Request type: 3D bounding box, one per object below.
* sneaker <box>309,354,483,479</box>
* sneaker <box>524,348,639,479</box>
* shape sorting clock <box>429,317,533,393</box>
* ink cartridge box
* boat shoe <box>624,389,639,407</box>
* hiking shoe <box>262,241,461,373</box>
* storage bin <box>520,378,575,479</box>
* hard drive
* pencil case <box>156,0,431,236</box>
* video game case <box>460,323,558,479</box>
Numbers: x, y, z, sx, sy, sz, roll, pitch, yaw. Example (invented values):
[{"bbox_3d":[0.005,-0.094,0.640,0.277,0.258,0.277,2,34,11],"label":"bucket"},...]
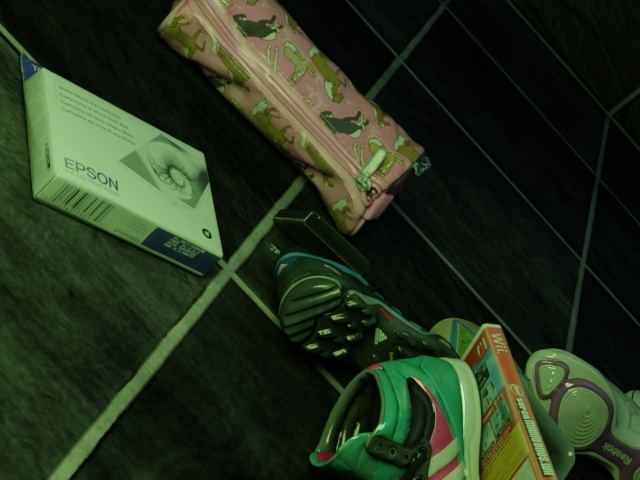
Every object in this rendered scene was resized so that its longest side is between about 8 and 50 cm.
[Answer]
[{"bbox_3d":[0.079,0.248,1.307,0.178,0.124,0.295,11,60,-30],"label":"sneaker"},{"bbox_3d":[0.381,0.248,1.852,0.305,0.114,0.152,44,11,-23],"label":"sneaker"},{"bbox_3d":[0.208,0.192,1.688,0.206,0.040,0.206,34,33,-26],"label":"shape sorting clock"},{"bbox_3d":[-0.210,-0.091,1.385,0.223,0.045,0.224,27,33,-39],"label":"ink cartridge box"},{"bbox_3d":[0.532,0.324,1.985,0.096,0.088,0.267,34,29,-31],"label":"boat shoe"},{"bbox_3d":[0.065,0.104,1.494,0.304,0.113,0.132,42,14,-33],"label":"hiking shoe"},{"bbox_3d":[0.217,0.243,1.558,0.135,0.091,0.098,51,48,-7],"label":"storage bin"},{"bbox_3d":[0.000,0.000,1.545,0.094,0.022,0.135,43,-10,-14],"label":"hard drive"},{"bbox_3d":[-0.039,-0.189,1.681,0.386,0.167,0.160,47,57,-6],"label":"pencil case"},{"bbox_3d":[0.174,0.258,1.358,0.025,0.204,0.285,7,43,-22],"label":"video game case"}]
